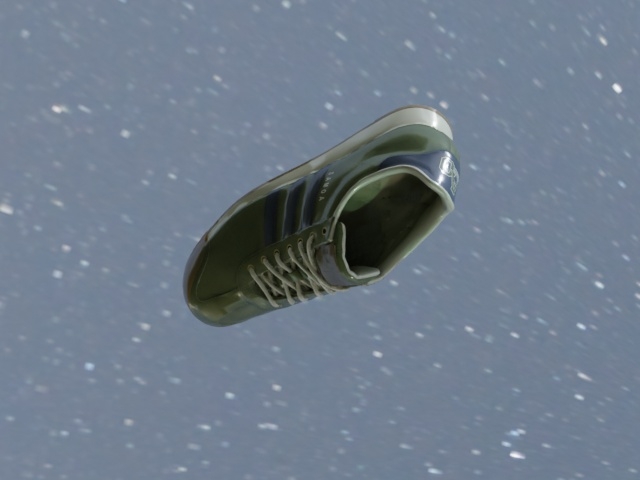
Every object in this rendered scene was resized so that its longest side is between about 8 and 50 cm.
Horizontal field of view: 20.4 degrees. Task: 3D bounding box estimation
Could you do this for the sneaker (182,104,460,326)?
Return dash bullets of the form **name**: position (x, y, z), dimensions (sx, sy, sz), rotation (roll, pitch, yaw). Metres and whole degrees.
- **sneaker**: position (0.000, 0.000, 1.026), dimensions (0.192, 0.064, 0.086), rotation (-35, -151, 12)
